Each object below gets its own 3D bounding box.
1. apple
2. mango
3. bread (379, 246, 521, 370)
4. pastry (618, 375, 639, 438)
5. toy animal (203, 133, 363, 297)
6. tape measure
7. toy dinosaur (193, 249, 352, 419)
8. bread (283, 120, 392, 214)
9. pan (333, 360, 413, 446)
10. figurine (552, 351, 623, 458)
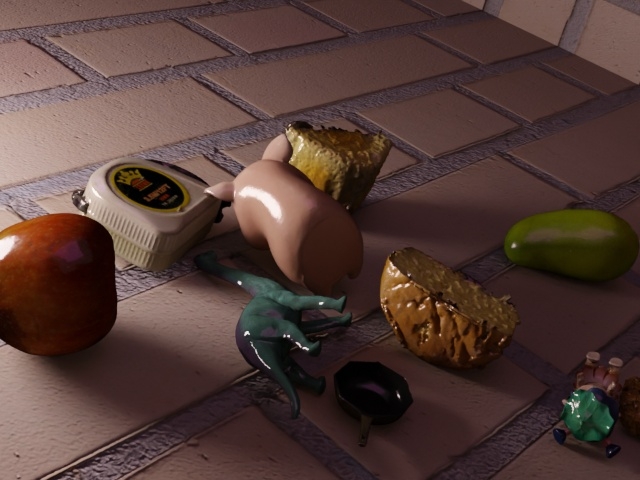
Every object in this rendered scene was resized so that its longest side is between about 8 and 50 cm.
[{"bbox_3d":[-0.422,0.068,1.511,0.230,0.230,0.230,11,31,-7],"label":"apple"},{"bbox_3d":[0.540,0.009,2.103,0.293,0.143,0.175,1,38,-3],"label":"mango"},{"bbox_3d":[0.217,0.135,1.755,0.260,0.147,0.160,29,24,10],"label":"bread"},{"bbox_3d":[0.566,0.296,1.729,0.080,0.056,0.140,32,28,13],"label":"pastry"},{"bbox_3d":[-0.050,-0.040,1.842,0.195,0.213,0.256,-41,52,-19],"label":"toy animal"},{"bbox_3d":[-0.330,-0.063,1.849,0.231,0.133,0.271,29,31,9],"label":"tape measure"},{"bbox_3d":[-0.132,0.143,1.652,0.330,0.129,0.383,11,31,15],"label":"toy dinosaur"},{"bbox_3d":[0.026,-0.132,2.053,0.262,0.204,0.163,0,45,-30],"label":"bread"},{"bbox_3d":[0.062,0.266,1.558,0.128,0.048,0.202,28,32,23],"label":"pan"},{"bbox_3d":[0.474,0.281,1.670,0.111,0.102,0.195,13,26,21],"label":"figurine"}]
